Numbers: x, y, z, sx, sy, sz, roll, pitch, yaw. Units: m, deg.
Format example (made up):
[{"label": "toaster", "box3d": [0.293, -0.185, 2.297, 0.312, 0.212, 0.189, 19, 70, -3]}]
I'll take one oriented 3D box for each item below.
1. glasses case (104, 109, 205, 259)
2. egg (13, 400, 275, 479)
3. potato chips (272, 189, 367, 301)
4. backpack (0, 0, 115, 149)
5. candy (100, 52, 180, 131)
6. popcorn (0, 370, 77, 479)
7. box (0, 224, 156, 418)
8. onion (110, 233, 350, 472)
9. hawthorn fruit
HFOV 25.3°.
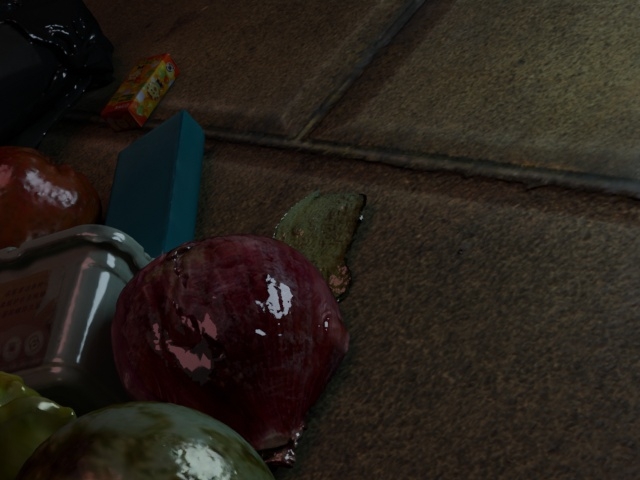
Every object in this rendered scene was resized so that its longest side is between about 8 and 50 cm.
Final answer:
[{"label": "glasses case", "box3d": [-0.199, -0.030, 1.716, 0.117, 0.070, 0.301, -30, 34, 22]}, {"label": "egg", "box3d": [-0.139, 0.267, 1.108, 0.238, 0.238, 0.289, -15, 57, 30]}, {"label": "potato chips", "box3d": [0.000, 0.000, 1.522, 0.142, 0.026, 0.209, -38, 30, 2]}, {"label": "backpack", "box3d": [-0.524, -0.217, 2.099, 0.363, 0.254, 0.445, -11, 26, 33]}, {"label": "candy", "box3d": [-0.255, -0.211, 2.026, 0.062, 0.038, 0.122, -5, 43, 40]}, {"label": "popcorn", "box3d": [-0.338, 0.241, 1.281, 0.276, 0.276, 0.225, -57, -5, -30]}, {"label": "box", "box3d": [-0.310, 0.125, 1.533, 0.312, 0.175, 0.182, -16, 46, 29]}, {"label": "onion", "box3d": [-0.083, 0.094, 1.350, 0.227, 0.120, 0.283, -24, 45, -7]}, {"label": "hawthorn fruit", "box3d": [-0.377, -0.016, 1.774, 0.179, 0.179, 0.200, 18, 77, 53]}]
